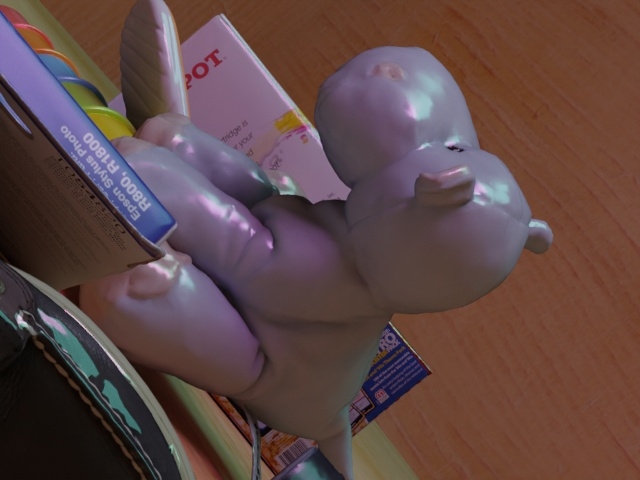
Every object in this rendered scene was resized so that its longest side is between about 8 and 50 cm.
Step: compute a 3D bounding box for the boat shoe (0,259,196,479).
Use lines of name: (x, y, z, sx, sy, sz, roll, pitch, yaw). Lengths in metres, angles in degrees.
boat shoe: (-0.127, 0.022, 0.457, 0.223, 0.080, 0.073, 45, 6, -4)

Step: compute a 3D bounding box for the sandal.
sandal: (-0.093, -0.052, 1.248, 0.102, 0.076, 0.265, -6, -92, 61)

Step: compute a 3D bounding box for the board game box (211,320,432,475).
board game box: (-0.029, 0.074, 1.311, 0.193, 0.146, 0.045, 51, 1, 0)

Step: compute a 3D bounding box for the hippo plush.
hippo plush: (0.000, 0.000, 1.044, 0.234, 0.236, 0.294, 16, 47, -51)

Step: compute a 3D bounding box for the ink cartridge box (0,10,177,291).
ink cartridge box: (-0.169, -0.074, 0.838, 0.223, 0.045, 0.224, 51, -22, -12)

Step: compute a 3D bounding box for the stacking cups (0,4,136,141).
stacking cups: (-0.207, -0.105, 1.287, 0.096, 0.096, 0.316, 50, 1, -40)

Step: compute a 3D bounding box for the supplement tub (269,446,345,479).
supplement tub: (0.033, 0.188, 0.729, 0.198, 0.106, 0.106, 51, 0, 4)

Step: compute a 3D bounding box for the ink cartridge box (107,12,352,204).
ink cartridge box: (-0.074, -0.022, 1.433, 0.270, 0.198, 0.197, 51, 0, -1)
